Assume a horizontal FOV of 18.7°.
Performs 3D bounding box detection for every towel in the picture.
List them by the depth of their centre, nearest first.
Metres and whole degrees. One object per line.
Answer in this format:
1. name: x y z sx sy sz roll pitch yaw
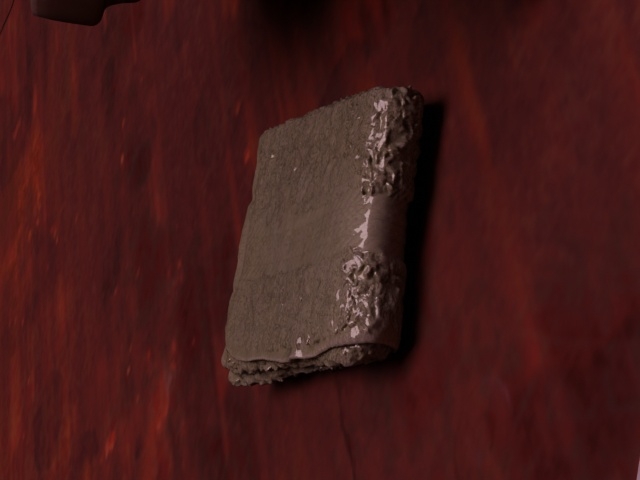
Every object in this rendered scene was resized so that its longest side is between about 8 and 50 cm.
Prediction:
1. towel: 0.000 0.000 0.748 0.148 0.027 0.110 160 120 -67

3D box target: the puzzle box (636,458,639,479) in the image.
1. puzzle box: 0.144 -0.038 0.269 0.272 0.052 0.409 -35 37 59

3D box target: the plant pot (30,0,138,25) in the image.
1. plant pot: -0.051 -0.203 0.835 0.237 0.110 0.237 -171 90 -83
